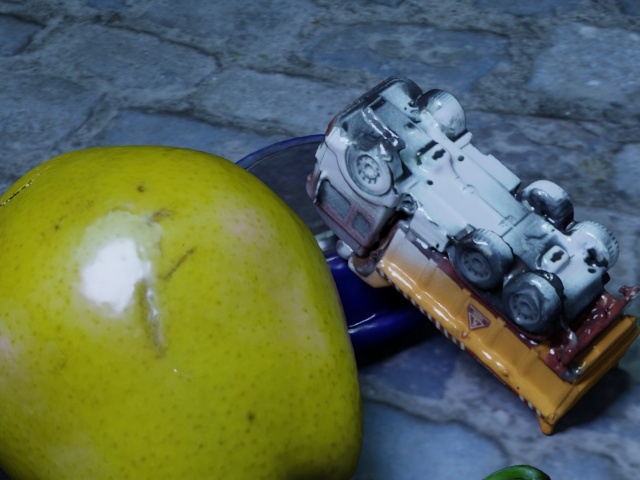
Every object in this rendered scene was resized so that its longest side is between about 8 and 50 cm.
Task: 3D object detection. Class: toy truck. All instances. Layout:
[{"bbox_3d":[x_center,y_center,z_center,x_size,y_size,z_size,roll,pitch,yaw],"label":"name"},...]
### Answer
[{"bbox_3d":[0.115,0.005,1.264,0.270,0.135,0.114,42,52,14],"label":"toy truck"}]

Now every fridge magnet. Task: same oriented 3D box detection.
[{"bbox_3d":[0.000,0.000,1.424,0.265,0.112,0.265,-8,36,6],"label":"fridge magnet"}]

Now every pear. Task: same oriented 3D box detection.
[{"bbox_3d":[-0.115,0.089,1.212,0.285,0.336,0.285,-17,-13,-4],"label":"pear"}]

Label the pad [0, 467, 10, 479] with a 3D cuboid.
[{"bbox_3d":[-0.434,0.183,1.374,0.315,0.063,0.375,-35,46,-27],"label":"pad"}]

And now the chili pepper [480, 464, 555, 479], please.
[{"bbox_3d":[0.043,0.231,0.978,0.174,0.165,0.261,29,46,24],"label":"chili pepper"}]
